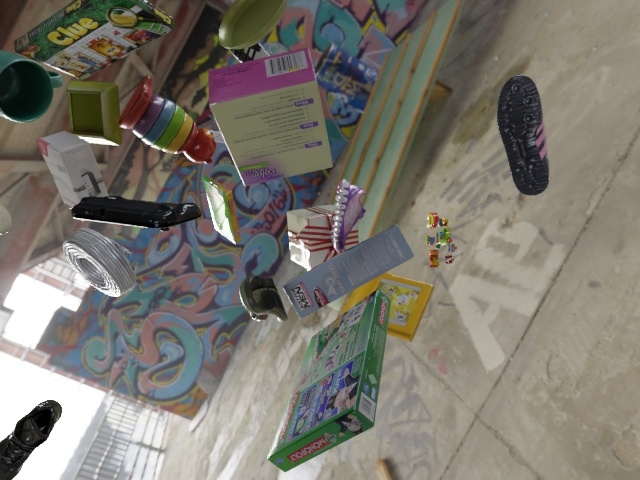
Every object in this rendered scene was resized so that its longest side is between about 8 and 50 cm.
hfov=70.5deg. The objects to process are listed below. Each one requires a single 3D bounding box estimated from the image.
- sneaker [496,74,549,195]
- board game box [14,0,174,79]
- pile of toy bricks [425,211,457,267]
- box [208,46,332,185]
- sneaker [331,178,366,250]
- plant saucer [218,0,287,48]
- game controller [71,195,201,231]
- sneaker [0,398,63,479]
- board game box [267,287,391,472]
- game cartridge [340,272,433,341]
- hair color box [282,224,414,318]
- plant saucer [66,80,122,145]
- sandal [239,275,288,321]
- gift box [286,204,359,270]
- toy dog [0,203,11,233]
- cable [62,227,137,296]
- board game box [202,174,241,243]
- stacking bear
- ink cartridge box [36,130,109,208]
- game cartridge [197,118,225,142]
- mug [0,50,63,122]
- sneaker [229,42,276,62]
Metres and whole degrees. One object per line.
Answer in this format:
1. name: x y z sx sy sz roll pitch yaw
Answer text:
1. sneaker: 0.543 -0.287 1.212 0.112 0.319 0.131 -4 26 29
2. board game box: -0.409 -0.372 0.819 0.259 0.136 0.030 -13 78 26
3. pile of toy bricks: 0.471 -0.004 1.731 0.105 0.118 0.212 145 126 -79
4. box: -0.100 -0.258 0.982 0.243 0.213 0.117 74 -176 -54
5. sneaker: 0.096 -0.079 1.492 0.095 0.104 0.236 -168 87 -80
6. plant saucer: -0.175 -0.605 1.218 0.241 0.037 0.241 -17 58 28
7. game controller: -0.461 -0.072 1.136 0.166 0.319 0.067 -13 -72 -65
8. sneaker: -0.705 0.479 1.051 0.227 0.087 0.130 -53 8 -26
9. board game box: 0.029 0.245 0.845 0.213 0.046 0.317 -42 12 30
10. game cartridge: 0.288 0.265 1.946 0.285 0.323 0.053 -57 -32 -34
11. hair color box: 0.079 0.091 1.374 0.374 0.114 0.185 -29 -2 -2
12. plant saucer: -0.712 -0.394 1.403 0.045 0.188 0.188 -39 -46 -66
13. sandal: -0.161 0.156 1.180 0.086 0.120 0.303 -25 -19 6
14. gift box: 0.000 0.000 1.849 0.258 0.276 0.255 22 125 60
15. toy dog: -0.640 -0.067 0.641 0.408 0.395 0.284 -68 -23 -8
16. cable: -0.721 0.078 1.484 0.089 0.257 0.257 -52 -9 -39
17. board game box: -0.348 -0.112 1.603 0.039 0.124 0.259 -40 -33 -29
18. stacking bear: -0.457 -0.346 1.419 0.164 0.289 0.175 -45 37 20
19. ink cartridge box: -0.730 -0.197 1.349 0.092 0.158 0.218 -35 -44 -38
20. game cartridge: -0.285 -0.387 1.641 0.196 0.294 0.060 7 96 51
21. mug: -0.637 -0.319 0.942 0.129 0.097 0.158 -68 -14 3
22. sneaker: -0.181 -0.553 1.399 0.078 0.234 0.106 -67 23 7
